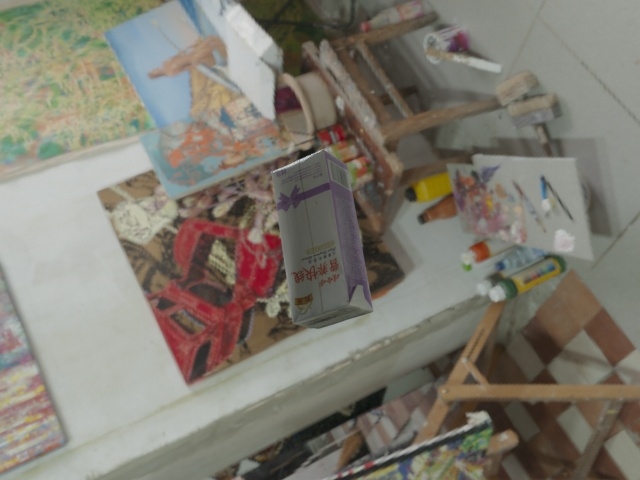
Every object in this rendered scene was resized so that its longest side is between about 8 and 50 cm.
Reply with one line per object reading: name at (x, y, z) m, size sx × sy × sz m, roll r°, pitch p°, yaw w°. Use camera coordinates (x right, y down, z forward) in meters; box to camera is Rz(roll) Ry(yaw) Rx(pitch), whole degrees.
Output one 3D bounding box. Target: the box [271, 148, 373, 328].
box at (0.000, 0.000, 0.507) m, size 0.051 × 0.036 × 0.117 m, roll -19°, pitch 68°, yaw 30°
